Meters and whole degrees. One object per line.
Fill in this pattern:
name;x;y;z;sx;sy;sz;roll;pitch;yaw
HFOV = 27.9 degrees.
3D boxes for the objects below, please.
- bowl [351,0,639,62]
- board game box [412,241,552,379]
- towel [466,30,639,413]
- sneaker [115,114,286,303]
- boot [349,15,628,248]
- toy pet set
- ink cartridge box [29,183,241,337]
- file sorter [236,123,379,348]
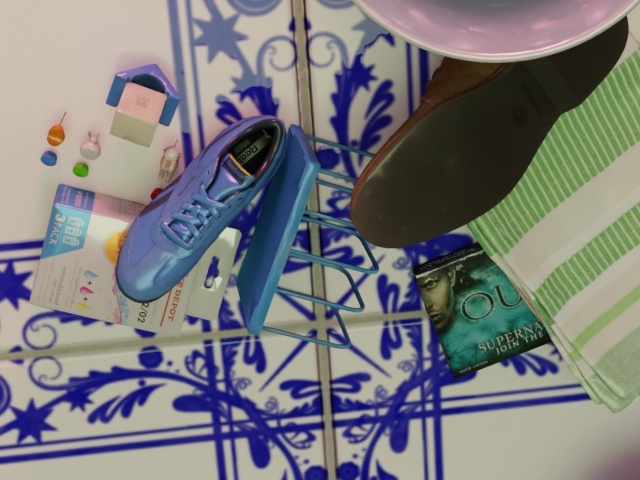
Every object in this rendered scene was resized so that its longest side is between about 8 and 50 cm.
bowl;0.140;-0.301;1.055;0.311;0.163;0.312;0;97;4
board game box;0.198;0.050;1.286;0.186;0.026;0.126;-22;111;2
towel;0.279;-0.025;1.235;0.248;0.038;0.325;-40;106;-4
sneaker;-0.106;-0.034;1.149;0.069;0.082;0.209;42;74;-6
boot;0.130;-0.112;1.138;0.305;0.115;0.112;-43;125;-11
toy pet set;-0.181;-0.107;1.181;0.122;0.065;0.114;19;142;-10
ink cartridge box;-0.172;0.024;1.216;0.181;0.061;0.104;14;108;-12
file sorter;0.000;0.000;1.198;0.104;0.118;0.170;16;108;-15
